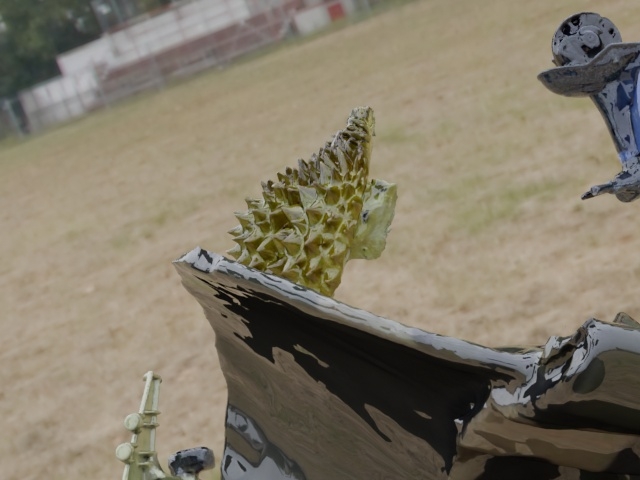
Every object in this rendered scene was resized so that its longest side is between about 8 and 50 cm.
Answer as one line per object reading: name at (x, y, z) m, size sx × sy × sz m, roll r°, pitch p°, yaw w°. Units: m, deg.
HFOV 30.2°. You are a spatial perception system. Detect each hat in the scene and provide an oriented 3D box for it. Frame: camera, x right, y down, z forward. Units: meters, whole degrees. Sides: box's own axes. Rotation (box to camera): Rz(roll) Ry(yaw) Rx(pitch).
hat at (0.102, 0.132, 0.520) m, size 0.257 × 0.366 × 0.381 m, roll -11°, pitch 28°, yaw -17°

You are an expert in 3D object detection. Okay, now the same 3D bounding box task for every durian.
durian at (0.000, 0.000, 1.338) m, size 0.166 × 0.306 × 0.172 m, roll -3°, pitch 29°, yaw -41°

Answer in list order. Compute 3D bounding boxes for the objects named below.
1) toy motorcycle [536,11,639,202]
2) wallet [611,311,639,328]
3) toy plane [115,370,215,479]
toy motorcycle at (0.411, -0.142, 1.261) m, size 0.359 × 0.212 × 0.125 m, roll 0°, pitch -12°, yaw 1°
wallet at (0.447, 0.175, 1.446) m, size 0.031 × 0.232 × 0.122 m, roll -57°, pitch -10°, yaw 24°
toy plane at (-0.131, 0.220, 0.964) m, size 0.104 × 0.242 × 0.256 m, roll -9°, pitch -14°, yaw -2°
